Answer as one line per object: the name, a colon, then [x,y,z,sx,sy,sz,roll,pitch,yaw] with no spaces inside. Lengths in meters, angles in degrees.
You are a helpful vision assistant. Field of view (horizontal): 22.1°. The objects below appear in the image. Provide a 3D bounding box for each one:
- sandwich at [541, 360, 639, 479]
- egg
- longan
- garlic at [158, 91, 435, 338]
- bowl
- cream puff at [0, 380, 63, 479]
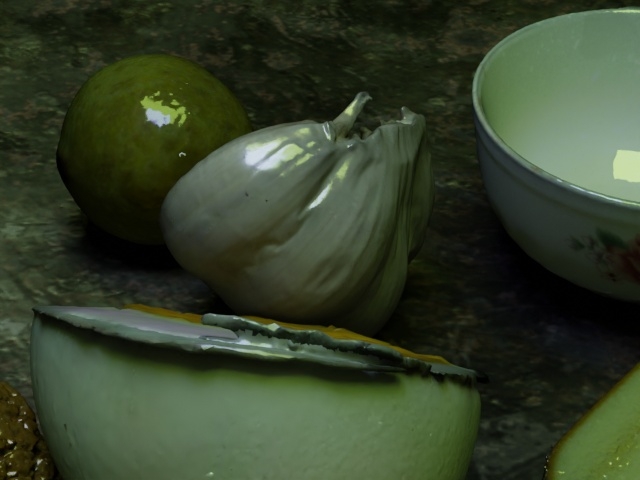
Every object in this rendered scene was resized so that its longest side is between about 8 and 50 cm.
sandwich: [0.225,0.127,1.036,0.090,0.088,0.244,19,43,35]
egg: [-0.050,0.128,0.947,0.264,0.174,0.286,12,-2,-31]
longan: [-0.112,-0.069,1.233,0.176,0.145,0.155,-4,45,-25]
garlic: [0.000,0.000,1.121,0.229,0.178,0.143,8,56,-53]
bowl: [0.245,-0.048,1.219,0.277,0.145,0.277,1,35,-1]
cream puff: [-0.224,0.141,0.963,0.165,0.115,0.150,14,42,13]
